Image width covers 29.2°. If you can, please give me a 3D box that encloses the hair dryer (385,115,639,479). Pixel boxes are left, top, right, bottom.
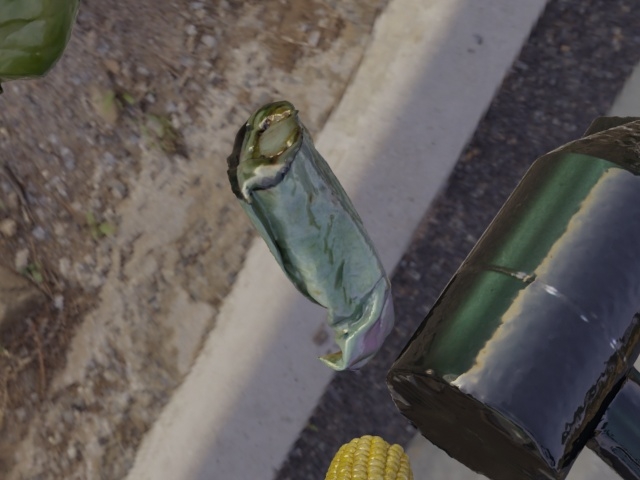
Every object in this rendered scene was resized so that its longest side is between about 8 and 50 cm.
[{"bbox_3d":[0.216,0.081,0.740,0.302,0.116,0.244,44,68,-14],"label":"hair dryer"}]

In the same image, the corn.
[{"bbox_3d":[0.031,0.288,1.166,0.093,0.244,0.093,8,125,11],"label":"corn"}]

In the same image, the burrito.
[{"bbox_3d":[0.000,0.000,1.077,0.089,0.144,0.228,-21,121,16],"label":"burrito"}]

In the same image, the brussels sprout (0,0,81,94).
[{"bbox_3d":[-0.262,-0.183,0.870,0.183,0.131,0.145,-5,144,-19],"label":"brussels sprout"}]
